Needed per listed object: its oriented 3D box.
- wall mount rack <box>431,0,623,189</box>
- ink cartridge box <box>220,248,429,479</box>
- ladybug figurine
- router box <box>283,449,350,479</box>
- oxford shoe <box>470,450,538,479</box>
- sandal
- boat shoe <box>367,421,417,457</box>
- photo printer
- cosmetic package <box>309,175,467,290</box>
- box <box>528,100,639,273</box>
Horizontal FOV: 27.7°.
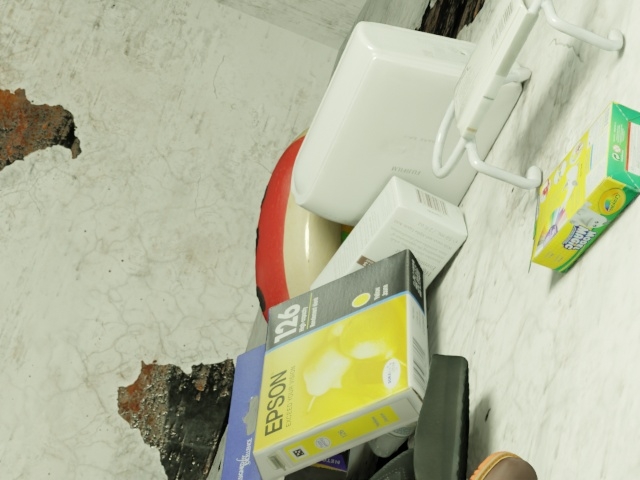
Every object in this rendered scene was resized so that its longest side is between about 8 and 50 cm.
[{"bbox_3d":[0.253,-0.231,1.564,0.304,0.130,0.350,-87,19,-54],"label":"wall mount rack"},{"bbox_3d":[-0.006,0.167,1.683,0.307,0.072,0.303,-23,30,16],"label":"ink cartridge box"},{"bbox_3d":[0.000,0.000,2.088,0.305,0.162,0.449,57,-145,-48],"label":"ladybug figurine"},{"bbox_3d":[-0.010,0.332,1.807,0.243,0.081,0.309,-80,0,-54],"label":"router box"},{"bbox_3d":[0.155,0.301,1.076,0.098,0.097,0.271,-20,45,46],"label":"oxford shoe"},{"bbox_3d":[0.082,0.282,1.267,0.446,0.107,0.167,-72,-20,-58],"label":"sandal"},{"bbox_3d":[0.082,0.203,1.748,0.081,0.079,0.227,-61,14,27],"label":"boat shoe"},{"bbox_3d":[0.110,-0.143,1.821,0.107,0.256,0.307,-108,35,-45],"label":"photo printer"},{"bbox_3d":[0.092,0.033,1.826,0.231,0.117,0.085,-55,21,27],"label":"cosmetic package"},{"bbox_3d":[0.262,-0.044,1.303,0.179,0.043,0.105,125,163,-52],"label":"box"}]
